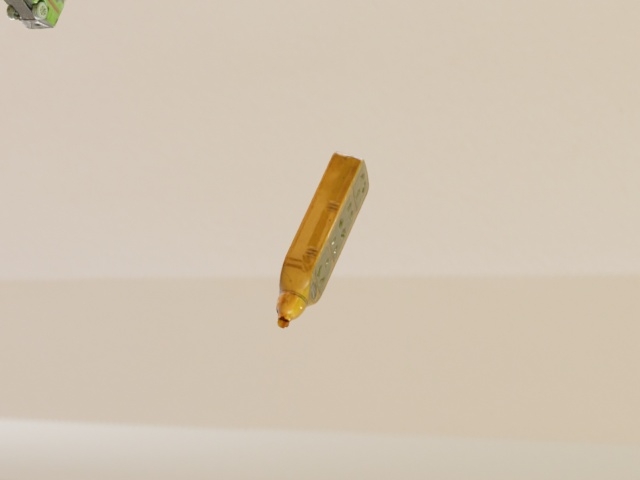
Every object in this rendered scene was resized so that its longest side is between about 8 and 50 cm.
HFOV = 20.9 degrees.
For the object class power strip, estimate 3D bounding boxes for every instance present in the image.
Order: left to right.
[{"bbox_3d":[0.000,0.000,1.453,0.028,0.049,0.178,13,-124,19],"label":"power strip"}]

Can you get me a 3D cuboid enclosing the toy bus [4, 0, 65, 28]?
[{"bbox_3d":[-0.213,-0.186,1.228,0.031,0.083,0.037,3,-124,30],"label":"toy bus"}]
